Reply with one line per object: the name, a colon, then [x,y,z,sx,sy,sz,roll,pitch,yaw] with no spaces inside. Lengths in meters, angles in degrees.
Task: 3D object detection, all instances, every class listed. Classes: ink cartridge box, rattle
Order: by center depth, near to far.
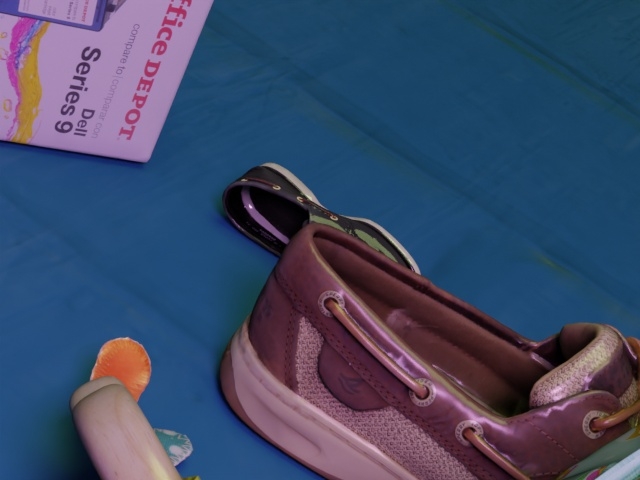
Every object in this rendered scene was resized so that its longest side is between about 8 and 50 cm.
rattle: [-0.108,0.126,0.671,0.130,0.143,0.199,47,-2,-35]
ink cartridge box: [-0.181,-0.144,0.919,0.212,0.154,0.093,8,34,-31]

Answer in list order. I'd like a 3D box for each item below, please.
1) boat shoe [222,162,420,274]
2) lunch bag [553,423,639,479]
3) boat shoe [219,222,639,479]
boat shoe: [-0.001,0.001,0.944,0.133,0.049,0.042,34,35,18]
lunch bag: [0.140,0.127,0.613,0.279,0.224,0.108,-27,79,-36]
boat shoe: [0.119,0.099,0.802,0.342,0.123,0.123,29,29,5]
